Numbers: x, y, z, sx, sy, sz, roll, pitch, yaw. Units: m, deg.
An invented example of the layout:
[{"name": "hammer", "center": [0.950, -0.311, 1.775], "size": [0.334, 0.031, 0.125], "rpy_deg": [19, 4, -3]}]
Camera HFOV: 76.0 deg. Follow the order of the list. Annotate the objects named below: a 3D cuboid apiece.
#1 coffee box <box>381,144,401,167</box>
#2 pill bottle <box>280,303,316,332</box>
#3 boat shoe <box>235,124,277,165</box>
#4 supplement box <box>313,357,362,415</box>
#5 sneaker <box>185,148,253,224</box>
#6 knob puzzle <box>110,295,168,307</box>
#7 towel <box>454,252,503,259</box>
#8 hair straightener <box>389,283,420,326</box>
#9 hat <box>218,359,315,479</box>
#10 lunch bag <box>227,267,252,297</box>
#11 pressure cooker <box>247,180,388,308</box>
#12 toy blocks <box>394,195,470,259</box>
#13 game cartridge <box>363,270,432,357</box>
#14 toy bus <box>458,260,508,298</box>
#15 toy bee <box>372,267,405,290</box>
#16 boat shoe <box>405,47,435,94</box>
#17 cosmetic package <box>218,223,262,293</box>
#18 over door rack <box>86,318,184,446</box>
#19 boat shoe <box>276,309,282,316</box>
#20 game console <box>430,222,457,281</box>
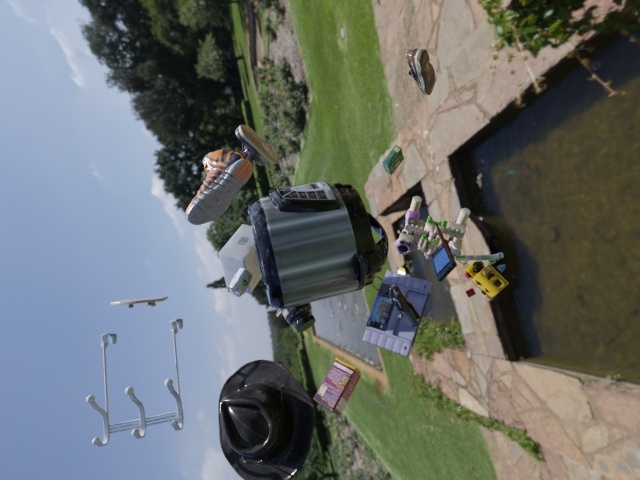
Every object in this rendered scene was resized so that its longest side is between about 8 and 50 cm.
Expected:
[{"name": "coffee box", "center": [0.365, -0.400, 2.053], "size": [0.040, 0.113, 0.184], "rpy_deg": [39, -173, 15]}, {"name": "pill bottle", "center": [-0.115, 0.278, 1.761], "size": [0.219, 0.122, 0.123], "rpy_deg": [54, 161, 26]}, {"name": "boat shoe", "center": [-0.269, -0.368, 1.654], "size": [0.103, 0.092, 0.285], "rpy_deg": [68, -166, 16]}, {"name": "supplement box", "center": [0.071, 0.586, 1.645], "size": [0.104, 0.188, 0.081], "rpy_deg": [17, 153, 36]}, {"name": "sneaker", "center": [-0.409, -0.212, 1.557], "size": [0.180, 0.321, 0.125], "rpy_deg": [39, 173, 35]}, {"name": "knob puzzle", "center": [-0.688, 0.238, 1.553], "size": [0.213, 0.212, 0.030], "rpy_deg": [155, 111, -81]}, {"name": "towel", "center": [0.551, 0.055, 1.435], "size": [0.113, 0.151, 0.023], "rpy_deg": [27, -118, -73]}, {"name": "hair straightener", "center": [0.324, 0.258, 1.584], "size": [0.231, 0.047, 0.089], "rpy_deg": [59, -142, -29]}, {"name": "hat", "center": [-0.184, 0.477, 1.083], "size": [0.134, 0.331, 0.332], "rpy_deg": [34, -146, -57]}, {"name": "lunch bag", "center": [-0.236, 0.124, 1.206], "size": [0.071, 0.053, 0.083], "rpy_deg": [-63, 1, -25]}, {"name": "pressure cooker", "center": [0.000, 0.004, 1.325], "size": [0.375, 0.419, 0.370], "rpy_deg": [108, 149, -72]}, {"name": "toy blocks", "center": [0.491, 0.010, 1.851], "size": [0.260, 0.288, 0.309], "rpy_deg": [94, -163, -49]}, {"name": "game cartridge", "center": [0.350, 0.327, 1.882], "size": [0.355, 0.230, 0.068], "rpy_deg": [-68, -26, -15]}, {"name": "toy bus", "center": [0.714, 0.150, 1.784], "size": [0.104, 0.202, 0.191], "rpy_deg": [79, -165, -71]}, {"name": "toy bee", "center": [0.392, 0.232, 2.149], "size": [0.195, 0.298, 0.162], "rpy_deg": [-63, 9, -18]}, {"name": "boat shoe", "center": [0.433, -0.740, 1.790], "size": [0.095, 0.095, 0.257], "rpy_deg": [24, 169, 30]}, {"name": "cosmetic package", "center": [-0.349, 0.086, 1.930], "size": [0.224, 0.138, 0.225], "rpy_deg": [-60, -25, -45]}, {"name": "over door rack", "center": [-0.526, 0.391, 1.177], "size": [0.108, 0.239, 0.325], "rpy_deg": [81, 177, -62]}, {"name": "boat shoe", "center": [-0.169, 0.299, 1.947], "size": [0.049, 0.152, 0.056], "rpy_deg": [44, -159, 18]}, {"name": "game console", "center": [0.386, 0.039, 1.345], "size": [0.124, 0.085, 0.144], "rpy_deg": [-56, 16, 31]}]
